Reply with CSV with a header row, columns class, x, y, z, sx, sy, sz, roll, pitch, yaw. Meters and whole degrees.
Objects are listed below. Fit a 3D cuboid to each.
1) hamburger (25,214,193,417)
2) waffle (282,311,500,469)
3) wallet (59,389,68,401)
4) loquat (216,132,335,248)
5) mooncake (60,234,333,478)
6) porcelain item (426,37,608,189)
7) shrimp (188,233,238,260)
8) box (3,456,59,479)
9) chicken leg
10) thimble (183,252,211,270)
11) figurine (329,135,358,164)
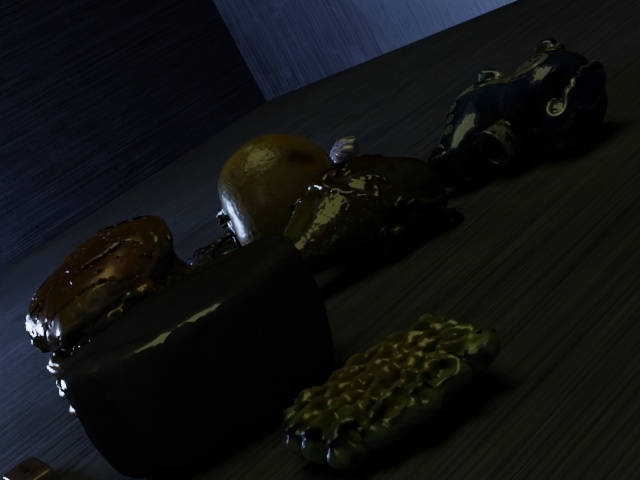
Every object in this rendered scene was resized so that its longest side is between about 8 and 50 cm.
class,x,y,z,sx,sy,sz,roll,pitch,yaw
hamburger,-0.254,0.104,1.764,0.245,0.211,0.260,-24,18,19
waffle,0.059,0.142,1.266,0.204,0.054,0.223,-31,10,-11
wallet,-0.293,0.182,1.937,0.155,0.039,0.110,-12,21,50
loquat,-0.064,-0.062,2.055,0.213,0.213,0.213,-27,12,6
mooncake,-0.129,0.127,1.518,0.306,0.154,0.306,-26,12,6
porcelain item,0.269,-0.168,1.936,0.186,0.138,0.288,-48,19,-31
shrimp,-0.131,0.016,2.207,0.233,0.079,0.090,-37,-23,-49
box,-0.351,0.286,1.658,0.048,0.025,0.115,-31,11,-21
chicken leg,-0.001,-0.013,1.861,0.361,0.140,0.211,-27,19,-11
thimble,-0.203,0.092,1.980,0.150,0.098,0.150,-27,11,5
figurine,-0.007,-0.091,2.277,0.174,0.116,0.240,-16,11,39
